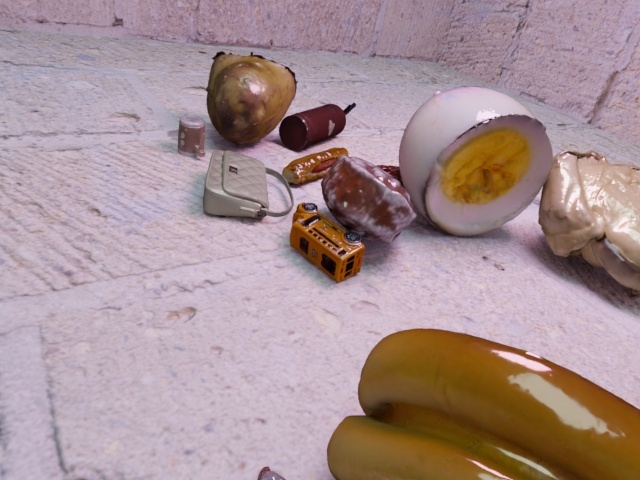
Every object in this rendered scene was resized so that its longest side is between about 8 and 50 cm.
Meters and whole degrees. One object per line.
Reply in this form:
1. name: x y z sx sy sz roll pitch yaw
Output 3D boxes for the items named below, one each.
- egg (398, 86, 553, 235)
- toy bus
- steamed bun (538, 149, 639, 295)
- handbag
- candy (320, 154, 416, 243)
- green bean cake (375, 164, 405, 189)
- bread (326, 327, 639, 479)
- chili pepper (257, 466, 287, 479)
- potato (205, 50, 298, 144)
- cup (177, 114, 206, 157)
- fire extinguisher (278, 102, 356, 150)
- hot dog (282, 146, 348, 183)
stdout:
1. egg: 0.366 -0.239 1.237 0.355 0.354 0.340 2 38 -17
2. toy bus: 0.000 0.000 0.995 0.088 0.083 0.194 -28 51 -35
3. steamed bun: 0.705 -0.046 1.174 0.372 0.230 0.325 37 63 19
4. handbag: -0.173 -0.137 1.165 0.219 0.079 0.256 8 33 -14
5. candy: 0.103 -0.094 1.074 0.214 0.157 0.289 39 8 -13
6. green bean cake: 0.217 -0.175 1.382 0.135 0.056 0.135 5 32 -14
7. bread: 0.219 0.282 0.529 0.424 0.329 0.245 27 75 21
8. chili pepper: -0.034 0.313 0.524 0.050 0.041 0.153 43 6 -43
9. potato: -0.237 -0.400 1.428 0.301 0.288 0.237 8 63 10
10. cup: -0.361 -0.289 1.316 0.074 0.099 0.102 0 33 -18
11. fire extinguisher: 0.005 -0.404 1.602 0.114 0.135 0.337 55 38 -1
12. hot dog: -0.008 -0.227 1.376 0.083 0.068 0.289 21 33 26
